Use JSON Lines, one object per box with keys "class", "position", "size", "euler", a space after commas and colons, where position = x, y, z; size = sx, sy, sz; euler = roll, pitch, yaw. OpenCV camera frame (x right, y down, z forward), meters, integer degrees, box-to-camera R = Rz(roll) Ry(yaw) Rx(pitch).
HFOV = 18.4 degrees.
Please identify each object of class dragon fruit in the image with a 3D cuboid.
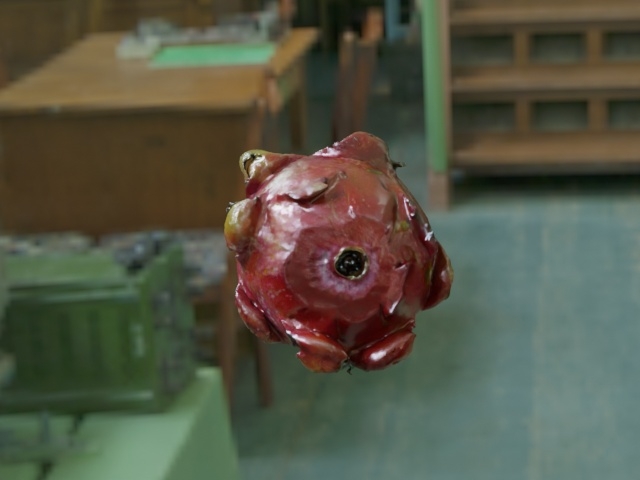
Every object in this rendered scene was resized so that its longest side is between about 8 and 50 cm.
{"class": "dragon fruit", "position": [0.004, 0.003, 0.966], "size": [0.112, 0.126, 0.068], "euler": [-11, -13, 14]}
